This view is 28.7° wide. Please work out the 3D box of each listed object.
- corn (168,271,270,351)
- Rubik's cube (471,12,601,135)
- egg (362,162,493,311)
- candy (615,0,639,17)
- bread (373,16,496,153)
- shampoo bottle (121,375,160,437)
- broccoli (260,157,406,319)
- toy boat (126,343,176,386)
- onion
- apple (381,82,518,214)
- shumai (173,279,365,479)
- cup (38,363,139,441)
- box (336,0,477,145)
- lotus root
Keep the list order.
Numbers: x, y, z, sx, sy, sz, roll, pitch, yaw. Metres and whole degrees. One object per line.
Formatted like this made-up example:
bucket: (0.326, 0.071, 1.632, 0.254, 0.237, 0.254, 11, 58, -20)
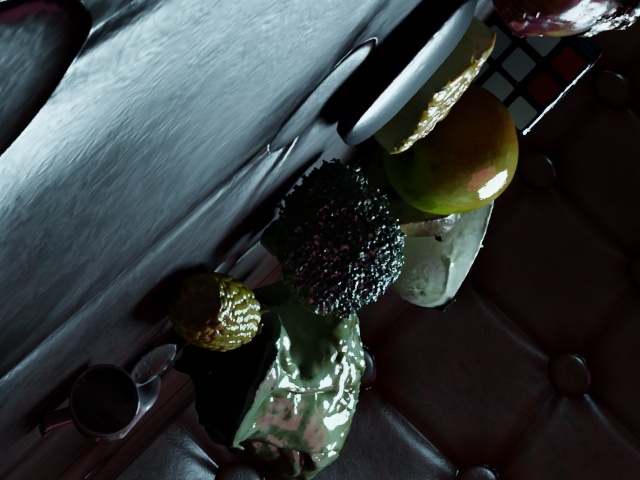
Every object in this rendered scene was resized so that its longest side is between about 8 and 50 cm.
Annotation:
corn: (-0.120, 0.080, 1.420, 0.091, 0.091, 0.260, -44, 173, -3)
Rubik's cube: (0.319, -0.279, 1.937, 0.163, 0.162, 0.160, -47, 177, 23)
egg: (0.158, -0.062, 2.088, 0.337, 0.201, 0.337, -166, -90, -77)
candy: (0.310, -0.338, 1.194, 0.195, 0.185, 0.137, -40, 169, -27)
bread: (0.137, -0.191, 1.556, 0.125, 0.068, 0.188, -44, 176, -24)
shampoo bottle: (-0.262, 0.228, 1.714, 0.099, 0.043, 0.072, -49, -167, 38)
broccoli: (0.000, 0.000, 1.552, 0.194, 0.219, 0.194, -31, -134, 38)
toy boat: (-0.237, 0.172, 1.626, 0.096, 0.034, 0.122, -40, -178, -34)
onion: (0.332, -0.328, 1.578, 0.230, 0.163, 0.230, -46, -175, 5)
apple: (0.179, -0.129, 1.772, 0.196, 0.196, 0.196, -46, 176, -4)
shumai: (-0.070, 0.233, 1.850, 0.292, 0.330, 0.288, -4, -170, -3)
cup: (-0.239, 0.185, 1.320, 0.102, 0.074, 0.099, -45, 176, -18)
box: (0.094, -0.186, 1.339, 0.212, 0.042, 0.201, -48, 176, 3)
lotus root: (0.136, -0.077, 1.893, 0.074, 0.170, 0.261, 100, 12, -52)
